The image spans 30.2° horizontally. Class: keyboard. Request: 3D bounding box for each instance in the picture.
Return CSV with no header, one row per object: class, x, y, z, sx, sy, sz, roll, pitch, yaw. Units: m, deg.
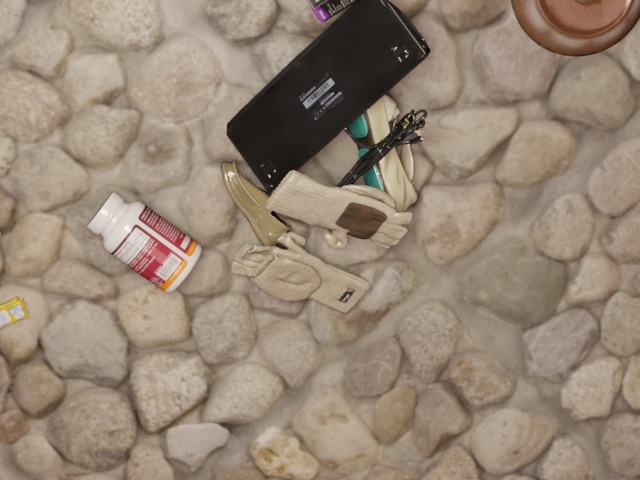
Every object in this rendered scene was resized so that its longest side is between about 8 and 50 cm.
keyboard,0.026,-0.169,1.606,0.317,0.033,0.201,-39,81,29

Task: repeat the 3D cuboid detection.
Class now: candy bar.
candy bar,-0.504,0.126,1.737,0.162,0.018,0.040,-23,109,3

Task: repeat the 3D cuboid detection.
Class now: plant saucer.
plant saucer,0.364,-0.353,1.645,0.199,0.036,0.198,-1,106,-2

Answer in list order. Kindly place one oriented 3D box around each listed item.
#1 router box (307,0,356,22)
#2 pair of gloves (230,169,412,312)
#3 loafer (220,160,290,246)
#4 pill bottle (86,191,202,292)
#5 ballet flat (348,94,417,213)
router box,0.013,-0.391,1.557,0.133,0.046,0.178,-33,64,6
pair of gloves,0.000,0.000,1.666,0.204,0.042,0.240,14,134,-19
loafer,-0.093,-0.057,1.693,0.050,0.056,0.148,-30,115,4
pill bottle,-0.251,0.000,1.681,0.152,0.086,0.086,37,100,-12
ballet flat,0.081,-0.149,1.671,0.086,0.086,0.248,-17,107,1
